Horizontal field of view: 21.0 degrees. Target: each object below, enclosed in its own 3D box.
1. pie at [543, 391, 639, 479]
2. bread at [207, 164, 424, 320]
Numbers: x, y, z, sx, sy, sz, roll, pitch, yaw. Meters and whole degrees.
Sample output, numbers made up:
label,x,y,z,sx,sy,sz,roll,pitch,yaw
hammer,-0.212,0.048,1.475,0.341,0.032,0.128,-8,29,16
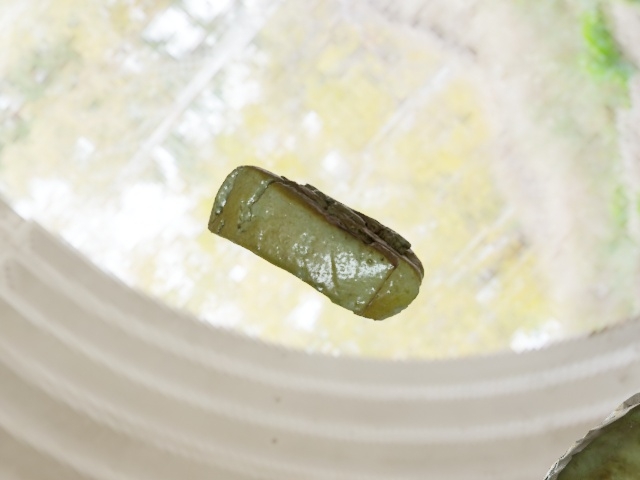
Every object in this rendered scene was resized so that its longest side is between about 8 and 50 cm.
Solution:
label,x,y,z,sx,sy,sz,roll,pitch,yaw
pie,0.182,0.179,0.630,0.277,0.277,0.078,48,158,24
bread,0.000,0.000,1.198,0.156,0.064,0.117,27,-173,8
